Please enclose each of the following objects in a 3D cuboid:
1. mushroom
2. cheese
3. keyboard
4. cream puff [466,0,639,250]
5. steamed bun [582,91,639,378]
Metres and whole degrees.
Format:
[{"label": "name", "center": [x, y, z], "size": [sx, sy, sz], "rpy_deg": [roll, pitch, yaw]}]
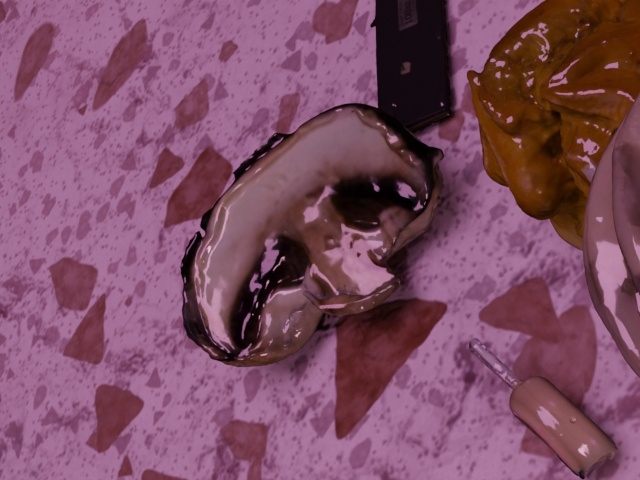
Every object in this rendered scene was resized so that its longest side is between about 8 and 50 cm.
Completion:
[{"label": "mushroom", "center": [0.000, 0.001, 1.740], "size": [0.344, 0.130, 0.247], "rpy_deg": [-51, 59, 14]}, {"label": "cheese", "center": [0.207, 0.157, 1.472], "size": [0.047, 0.092, 0.171], "rpy_deg": [-45, 50, -3]}, {"label": "keyboard", "center": [0.105, -0.264, 1.839], "size": [0.106, 0.027, 0.317], "rpy_deg": [-20, 57, 33]}, {"label": "cream puff", "center": [0.294, -0.121, 1.412], "size": [0.324, 0.257, 0.291], "rpy_deg": [34, 99, 48]}, {"label": "steamed bun", "center": [0.343, -0.012, 1.117], "size": [0.367, 0.255, 0.343], "rpy_deg": [22, 93, 49]}]
